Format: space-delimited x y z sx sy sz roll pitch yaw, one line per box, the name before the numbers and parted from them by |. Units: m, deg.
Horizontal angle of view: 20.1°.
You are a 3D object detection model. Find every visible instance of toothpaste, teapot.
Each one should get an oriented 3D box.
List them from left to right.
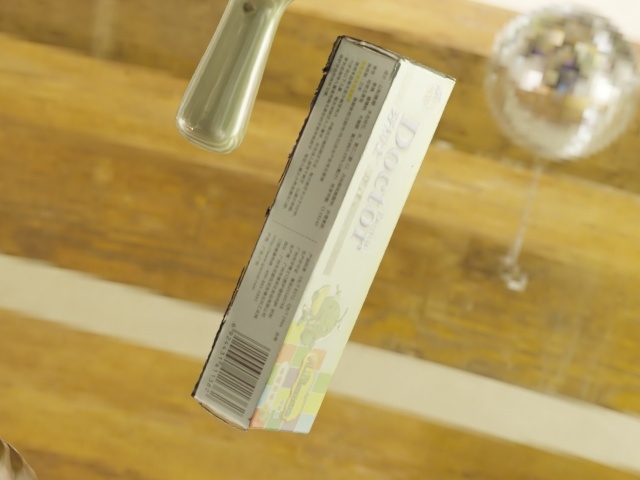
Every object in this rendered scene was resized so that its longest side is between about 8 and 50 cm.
teapot | -0.039 -0.247 1.396 0.220 0.318 0.149 48 173 5
toothpaste | 0.000 0.000 0.738 0.034 0.164 0.046 26 -173 36

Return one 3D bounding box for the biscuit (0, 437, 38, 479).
biscuit | -0.177 0.242 0.720 0.381 0.074 0.359 -31 -116 3
